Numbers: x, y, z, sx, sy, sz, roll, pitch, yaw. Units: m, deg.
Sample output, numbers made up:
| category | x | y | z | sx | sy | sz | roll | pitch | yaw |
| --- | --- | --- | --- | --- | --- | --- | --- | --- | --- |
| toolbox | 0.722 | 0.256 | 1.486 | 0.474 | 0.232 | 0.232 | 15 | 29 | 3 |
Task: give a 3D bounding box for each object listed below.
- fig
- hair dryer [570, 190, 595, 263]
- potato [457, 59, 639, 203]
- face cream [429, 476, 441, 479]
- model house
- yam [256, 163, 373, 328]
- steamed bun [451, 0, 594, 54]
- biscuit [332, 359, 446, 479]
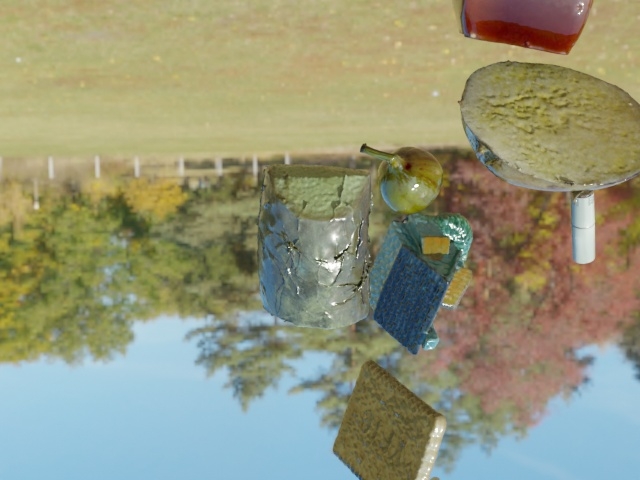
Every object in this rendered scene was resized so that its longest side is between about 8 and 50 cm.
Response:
| category | x | y | z | sx | sy | sz | roll | pitch | yaw |
| --- | --- | --- | --- | --- | --- | --- | --- | --- | --- |
| fig | 0.186 | -0.147 | 2.015 | 0.142 | 0.148 | 0.186 | -36 | 156 | -7 |
| hair dryer | 0.480 | -0.071 | 1.743 | 0.044 | 0.154 | 0.183 | -2 | -144 | 12 |
| potato | 0.349 | -0.149 | 1.441 | 0.299 | 0.239 | 0.116 | 12 | 141 | 5 |
| face cream | 0.194 | 0.398 | 1.400 | 0.034 | 0.034 | 0.130 | -2 | -156 | -19 |
| model house | 0.261 | 0.104 | 2.170 | 0.226 | 0.261 | 0.241 | 4 | -142 | -19 |
| yam | -0.002 | 0.002 | 1.553 | 0.203 | 0.271 | 0.201 | -4 | -155 | -11 |
| steamed bun | 0.330 | -0.459 | 1.520 | 0.235 | 0.248 | 0.379 | 11 | -157 | 6 |
| biscuit | 0.126 | 0.371 | 1.774 | 0.044 | 0.217 | 0.325 | 19 | -177 | -25 |
